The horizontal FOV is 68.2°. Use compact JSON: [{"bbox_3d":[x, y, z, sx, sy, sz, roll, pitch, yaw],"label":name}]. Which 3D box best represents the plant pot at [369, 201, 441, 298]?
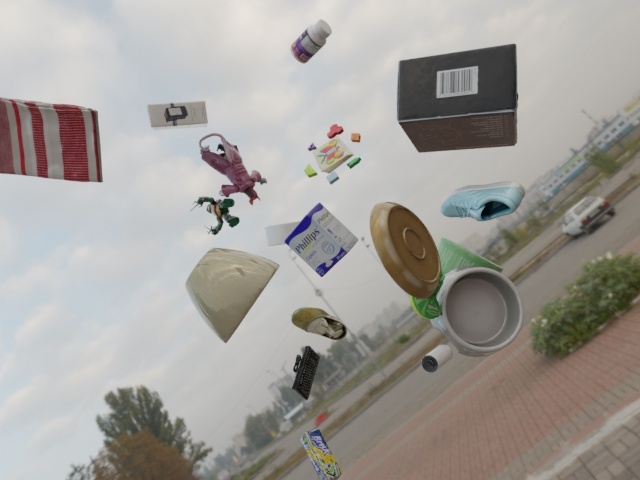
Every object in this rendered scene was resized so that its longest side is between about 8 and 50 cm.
[{"bbox_3d":[0.197,0.013,1.039,0.032,0.236,0.236,-31,-6,35],"label":"plant pot"}]

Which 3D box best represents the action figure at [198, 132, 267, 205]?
[{"bbox_3d":[-0.399,-0.340,2.305,0.248,0.370,0.276,-35,-12,-19],"label":"action figure"}]

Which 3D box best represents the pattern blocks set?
[{"bbox_3d":[0.049,-0.374,2.035,0.285,0.325,0.026,-42,-48,-2],"label":"pattern blocks set"}]

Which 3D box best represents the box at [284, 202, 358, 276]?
[{"bbox_3d":[0.000,0.000,1.181,0.126,0.137,0.072,-47,0,42],"label":"box"}]

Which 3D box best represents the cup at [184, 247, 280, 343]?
[{"bbox_3d":[-0.332,0.160,1.670,0.331,0.237,0.331,-56,2,3],"label":"cup"}]

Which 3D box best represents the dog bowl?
[{"bbox_3d":[0.587,0.258,1.758,0.348,0.349,0.102,-38,-8,-10],"label":"dog bowl"}]

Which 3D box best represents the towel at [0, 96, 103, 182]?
[{"bbox_3d":[-0.839,-0.300,1.438,0.037,0.329,0.237,-88,4,-66],"label":"towel"}]

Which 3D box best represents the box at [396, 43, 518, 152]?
[{"bbox_3d":[0.630,-0.608,2.130,0.479,0.297,0.472,0,-8,22],"label":"box"}]

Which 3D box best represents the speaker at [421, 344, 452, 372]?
[{"bbox_3d":[0.362,0.364,1.465,0.055,0.055,0.136,-47,-21,27],"label":"speaker"}]

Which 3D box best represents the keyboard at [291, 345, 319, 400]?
[{"bbox_3d":[-0.053,0.450,1.643,0.023,0.108,0.180,-27,27,33],"label":"keyboard"}]

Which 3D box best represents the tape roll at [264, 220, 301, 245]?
[{"bbox_3d":[-0.128,-0.041,2.292,0.286,0.100,0.286,-9,3,0],"label":"tape roll"}]

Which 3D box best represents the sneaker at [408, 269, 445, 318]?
[{"bbox_3d":[0.371,0.159,1.641,0.123,0.296,0.109,-2,33,37],"label":"sneaker"}]

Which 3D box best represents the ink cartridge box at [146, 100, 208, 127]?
[{"bbox_3d":[-0.615,-0.538,2.046,0.237,0.100,0.172,-8,9,-14],"label":"ink cartridge box"}]

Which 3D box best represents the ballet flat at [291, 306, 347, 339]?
[{"bbox_3d":[0.010,0.376,2.093,0.123,0.123,0.348,-44,-36,14],"label":"ballet flat"}]

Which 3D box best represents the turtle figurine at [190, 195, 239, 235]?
[{"bbox_3d":[-0.417,-0.116,1.888,0.234,0.175,0.118,5,43,47],"label":"turtle figurine"}]

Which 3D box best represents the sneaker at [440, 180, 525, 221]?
[{"bbox_3d":[0.637,-0.142,1.940,0.366,0.135,0.150,-16,29,47],"label":"sneaker"}]

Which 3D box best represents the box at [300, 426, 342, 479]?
[{"bbox_3d":[0.001,0.711,1.561,0.059,0.169,0.054,-4,-44,-37],"label":"box"}]

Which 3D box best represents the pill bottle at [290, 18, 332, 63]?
[{"bbox_3d":[-0.041,-0.912,2.161,0.193,0.108,0.108,-31,-5,39],"label":"pill bottle"}]

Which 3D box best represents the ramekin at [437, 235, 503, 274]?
[{"bbox_3d":[0.640,0.115,2.114,0.148,0.303,0.303,-62,-17,8],"label":"ramekin"}]
